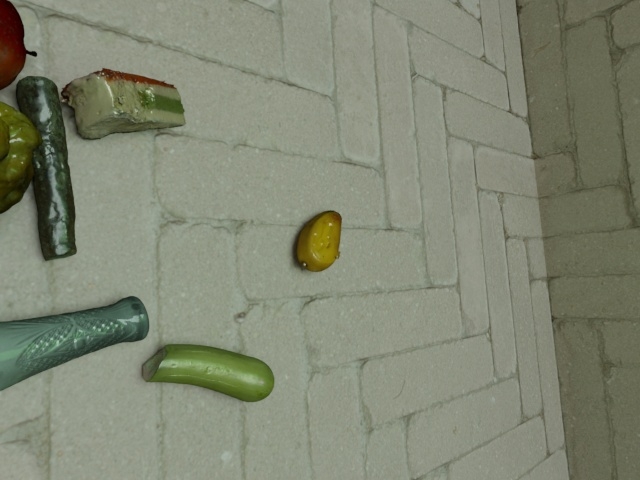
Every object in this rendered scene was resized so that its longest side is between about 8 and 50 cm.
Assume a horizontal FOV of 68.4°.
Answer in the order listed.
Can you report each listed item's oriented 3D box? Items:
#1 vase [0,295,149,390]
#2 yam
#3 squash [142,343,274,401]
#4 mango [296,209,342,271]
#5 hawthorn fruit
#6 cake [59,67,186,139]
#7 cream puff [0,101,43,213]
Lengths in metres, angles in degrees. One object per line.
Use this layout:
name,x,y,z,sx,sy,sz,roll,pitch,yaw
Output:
vase,-0.372,0.142,0.699,0.219,0.096,0.096,-12,91,-45
yam,-0.415,-0.108,0.720,0.061,0.061,0.274,-8,89,-43
squash,-0.190,0.239,0.856,0.250,0.083,0.083,25,67,-35
mango,0.000,0.000,1.077,0.101,0.066,0.188,40,53,-21
hawthorn fruit,-0.477,-0.275,0.639,0.194,0.156,0.157,-19,96,-61
cake,-0.342,-0.229,0.818,0.220,0.116,0.086,-44,120,-73
cream puff,-0.469,-0.097,0.557,0.196,0.244,0.244,35,60,-17
